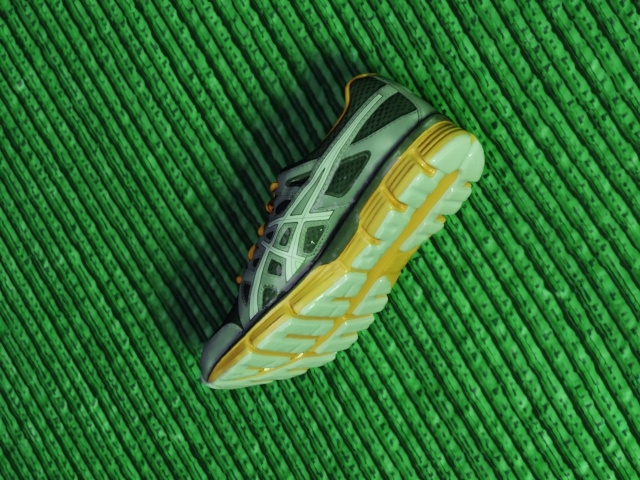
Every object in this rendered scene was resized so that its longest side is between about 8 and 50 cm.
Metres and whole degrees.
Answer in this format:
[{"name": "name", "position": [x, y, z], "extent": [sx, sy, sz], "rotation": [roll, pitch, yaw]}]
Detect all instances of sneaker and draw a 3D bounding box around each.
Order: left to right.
[{"name": "sneaker", "position": [0.000, 0.000, 0.959], "extent": [0.215, 0.084, 0.083], "rotation": [-49, 64, 20]}]
